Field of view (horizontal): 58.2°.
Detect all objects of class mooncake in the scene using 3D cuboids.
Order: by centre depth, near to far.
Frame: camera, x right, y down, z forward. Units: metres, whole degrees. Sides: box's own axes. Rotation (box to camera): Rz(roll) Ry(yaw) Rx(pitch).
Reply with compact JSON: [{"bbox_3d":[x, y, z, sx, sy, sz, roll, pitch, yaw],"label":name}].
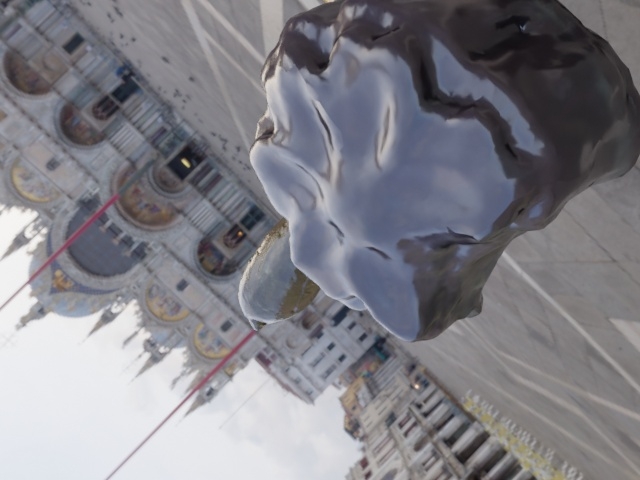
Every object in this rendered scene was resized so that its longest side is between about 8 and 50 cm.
[{"bbox_3d":[0.091,-0.081,0.610,0.350,0.212,0.381,42,143,25],"label":"mooncake"}]

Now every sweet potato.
[{"bbox_3d":[-0.002,-0.005,0.908,0.130,0.423,0.131,35,-155,-19],"label":"sweet potato"}]

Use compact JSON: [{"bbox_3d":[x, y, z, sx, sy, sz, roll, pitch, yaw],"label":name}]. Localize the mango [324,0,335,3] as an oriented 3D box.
[{"bbox_3d":[0.050,-0.433,1.020,0.190,0.075,0.098,39,-170,27],"label":"mango"}]
